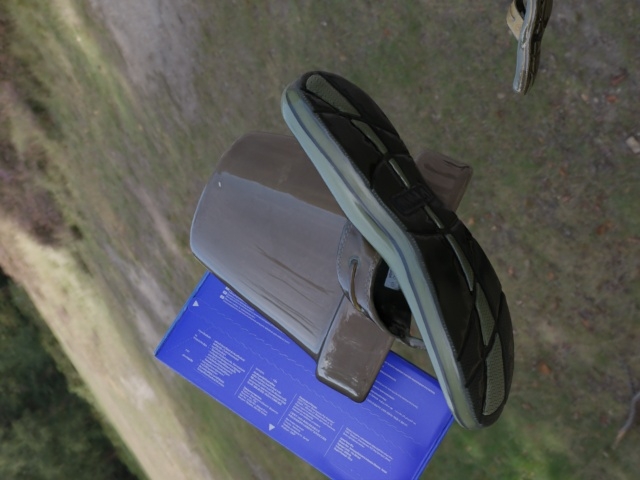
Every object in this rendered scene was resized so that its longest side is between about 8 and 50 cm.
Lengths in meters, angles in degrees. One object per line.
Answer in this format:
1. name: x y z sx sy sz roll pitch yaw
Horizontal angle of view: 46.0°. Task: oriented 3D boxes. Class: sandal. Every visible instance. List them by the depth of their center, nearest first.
1. sandal: 0.055 0.006 0.592 0.086 0.120 0.302 -38 76 33
2. sandal: 0.270 -0.285 1.000 0.049 0.072 0.180 15 106 29

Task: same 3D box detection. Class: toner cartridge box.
1. toner cartridge box: -0.015 0.167 0.925 0.348 0.165 0.075 32 174 14

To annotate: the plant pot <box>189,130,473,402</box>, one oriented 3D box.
1. plant pot: 0.000 0.000 0.777 0.229 0.263 0.263 25 150 9
